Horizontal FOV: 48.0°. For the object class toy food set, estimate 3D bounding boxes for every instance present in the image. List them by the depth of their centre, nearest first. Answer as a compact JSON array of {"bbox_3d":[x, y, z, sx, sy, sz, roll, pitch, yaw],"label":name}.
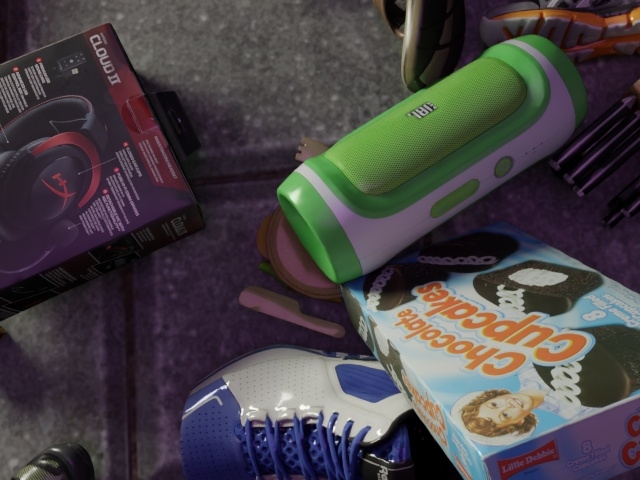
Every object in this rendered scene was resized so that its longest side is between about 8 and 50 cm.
[{"bbox_3d":[0.000,0.000,0.764,0.132,0.038,0.192,21,79,0],"label":"toy food set"}]

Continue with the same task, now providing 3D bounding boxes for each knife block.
[{"bbox_3d":[0.353,-0.148,0.725,0.242,0.088,0.275,4,83,5],"label":"knife block"}]

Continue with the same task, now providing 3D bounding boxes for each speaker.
[{"bbox_3d":[0.110,-0.082,0.702,0.297,0.131,0.131,-33,81,-9],"label":"speaker"}]

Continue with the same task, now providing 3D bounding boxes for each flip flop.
[{"bbox_3d":[0.093,-0.289,0.767,0.080,0.112,0.277,-10,85,33],"label":"flip flop"}]

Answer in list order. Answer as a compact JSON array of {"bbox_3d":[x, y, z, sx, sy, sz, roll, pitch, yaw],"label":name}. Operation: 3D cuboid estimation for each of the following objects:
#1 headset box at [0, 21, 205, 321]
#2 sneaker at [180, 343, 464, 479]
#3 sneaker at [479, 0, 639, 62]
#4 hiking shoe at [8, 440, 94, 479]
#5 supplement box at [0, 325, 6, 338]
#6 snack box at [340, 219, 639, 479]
[{"bbox_3d":[-0.270,-0.069,0.738,0.293,0.110,0.218,-26,81,-10],"label":"headset box"},{"bbox_3d":[0.019,0.173,0.646,0.316,0.182,0.127,-10,100,4],"label":"sneaker"},{"bbox_3d":[0.273,-0.239,0.756,0.215,0.084,0.083,-4,68,1],"label":"sneaker"},{"bbox_3d":[-0.316,0.296,0.702,0.086,0.114,0.227,41,87,8],"label":"hiking shoe"},{"bbox_3d":[-0.393,0.091,0.774,0.083,0.043,0.055,40,87,9],"label":"supplement box"},{"bbox_3d":[0.149,0.077,0.588,0.187,0.322,0.060,-19,111,-9],"label":"snack box"}]
